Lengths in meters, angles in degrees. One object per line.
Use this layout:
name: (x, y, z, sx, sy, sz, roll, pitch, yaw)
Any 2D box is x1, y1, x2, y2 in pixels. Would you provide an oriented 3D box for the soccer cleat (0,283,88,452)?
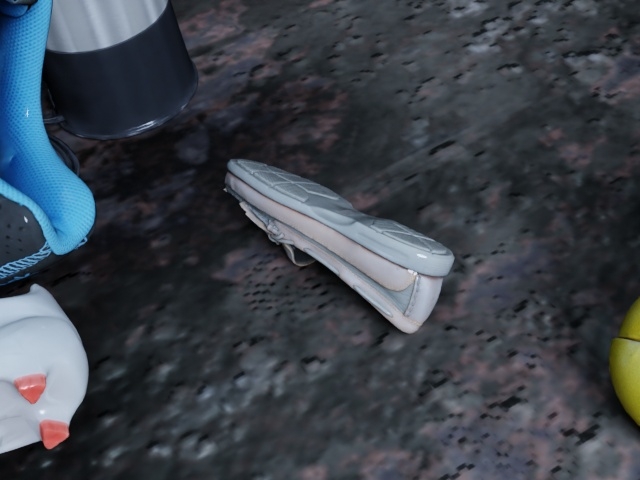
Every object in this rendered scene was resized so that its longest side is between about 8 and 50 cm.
soccer cleat: (-0.191, 0.070, 0.440, 0.196, 0.068, 0.076, -15, 38, -13)

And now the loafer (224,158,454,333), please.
loafer: (0.000, 0.000, 0.483, 0.125, 0.039, 0.045, 27, 16, 36)

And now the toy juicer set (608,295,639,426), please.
toy juicer set: (0.203, 0.050, 0.350, 0.209, 0.089, 0.329, -3, 45, 9)

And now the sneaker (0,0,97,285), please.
sneaker: (-0.176, -0.142, 0.460, 0.140, 0.340, 0.125, -2, 16, 24)

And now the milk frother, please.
milk frother: (-0.137, -0.104, 0.550, 0.129, 0.134, 0.143, -11, 44, 2)
